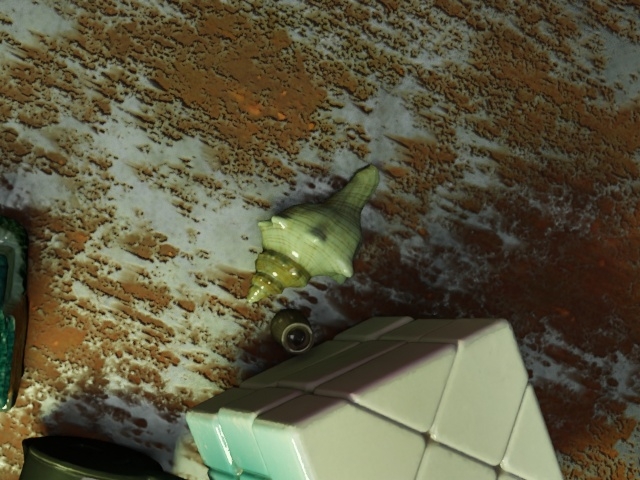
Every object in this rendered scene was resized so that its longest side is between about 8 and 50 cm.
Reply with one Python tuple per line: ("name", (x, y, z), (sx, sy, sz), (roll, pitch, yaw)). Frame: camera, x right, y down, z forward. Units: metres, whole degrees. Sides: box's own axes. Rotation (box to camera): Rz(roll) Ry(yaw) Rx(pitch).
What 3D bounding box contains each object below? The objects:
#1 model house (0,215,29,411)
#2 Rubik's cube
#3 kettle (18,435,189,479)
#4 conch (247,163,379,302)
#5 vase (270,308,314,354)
("model house", (-0.443, 0.096, 1.312), (0.184, 0.291, 0.253), (6, 93, -14))
("Rubik's cube", (0.074, 0.292, 1.344), (0.318, 0.316, 0.322), (-23, 99, -27))
("kettle", (-0.295, 0.422, 1.376), (0.203, 0.262, 0.308), (14, 90, -44))
("conch", (0.001, 0.010, 1.459), (0.234, 0.114, 0.137), (-22, 110, -12))
("vase", (-0.036, 0.122, 1.462), (0.053, 0.100, 0.053), (-1, 95, -8))
